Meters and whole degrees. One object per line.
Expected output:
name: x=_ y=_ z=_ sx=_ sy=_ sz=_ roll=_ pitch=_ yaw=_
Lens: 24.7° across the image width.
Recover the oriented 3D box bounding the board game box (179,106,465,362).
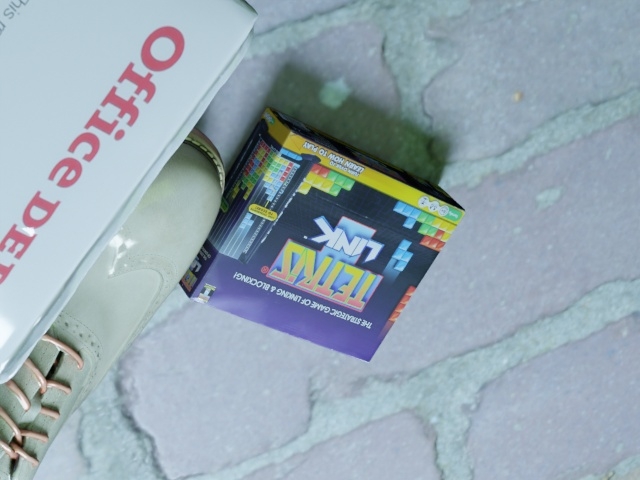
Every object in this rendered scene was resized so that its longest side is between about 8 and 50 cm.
board game box: x=0.000 y=0.000 z=1.055 sx=0.170 sy=0.048 sz=0.141 roll=22 pitch=105 yaw=-34

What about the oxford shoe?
oxford shoe: x=-0.193 y=0.094 z=0.949 sx=0.397 sy=0.146 sz=0.140 roll=-48 pitch=127 yaw=5

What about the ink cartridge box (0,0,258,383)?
ink cartridge box: x=-0.276 y=-0.124 z=0.761 sx=0.395 sy=0.166 sz=0.285 roll=30 pitch=103 yaw=-38
